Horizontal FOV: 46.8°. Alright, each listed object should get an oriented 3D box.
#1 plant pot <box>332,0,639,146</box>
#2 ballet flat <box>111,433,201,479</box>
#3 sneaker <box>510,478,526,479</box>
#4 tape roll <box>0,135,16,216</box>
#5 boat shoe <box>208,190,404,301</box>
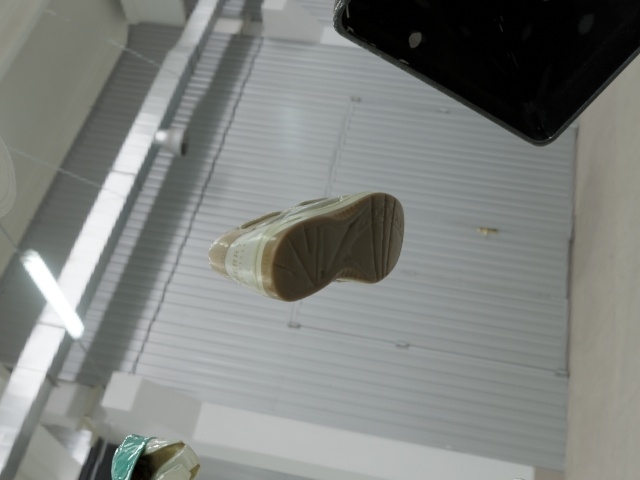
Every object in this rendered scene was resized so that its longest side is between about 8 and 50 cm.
[{"bbox_3d":[0.125,-0.212,0.502,0.187,0.188,0.167,-51,30,32],"label":"plant pot"},{"bbox_3d":[-0.153,0.234,0.691,0.083,0.087,0.247,59,-179,-8],"label":"ballet flat"},{"bbox_3d":[0.234,0.330,0.914,0.043,0.040,0.109,-56,-3,-44],"label":"sneaker"},{"bbox_3d":[-0.642,-0.117,1.199,0.246,0.169,0.246,-23,-90,-79],"label":"tape roll"},{"bbox_3d":[0.000,0.000,0.831,0.302,0.098,0.109,-16,-70,-56],"label":"boat shoe"}]
